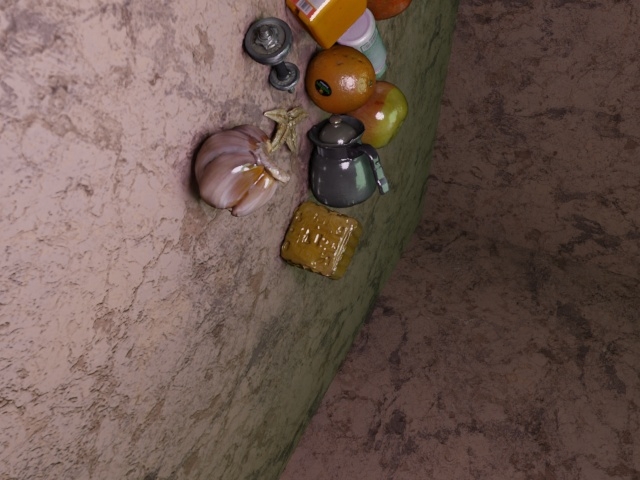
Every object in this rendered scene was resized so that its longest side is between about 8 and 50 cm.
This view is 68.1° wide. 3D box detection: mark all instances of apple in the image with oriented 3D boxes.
[{"bbox_3d":[0.190,-0.435,1.681,0.261,0.194,0.261,-53,175,-7],"label":"apple"}]

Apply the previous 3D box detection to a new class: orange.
[{"bbox_3d":[0.058,-0.459,1.358,0.206,0.206,0.206,-53,152,-43],"label":"orange"}]

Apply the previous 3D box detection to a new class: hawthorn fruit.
[{"bbox_3d":[0.196,-0.777,1.460,0.262,0.210,0.210,-14,120,-82],"label":"hawthorn fruit"}]

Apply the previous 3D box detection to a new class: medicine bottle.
[{"bbox_3d":[0.040,-0.612,1.179,0.222,0.112,0.149,-43,161,11],"label":"medicine bottle"},{"bbox_3d":[0.137,-0.621,1.527,0.274,0.133,0.133,24,84,-69],"label":"medicine bottle"}]

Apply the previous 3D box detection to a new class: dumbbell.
[{"bbox_3d":[-0.100,-0.422,1.128,0.254,0.110,0.110,53,57,-74],"label":"dumbbell"}]

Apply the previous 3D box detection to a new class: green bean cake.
[{"bbox_3d":[0.000,0.000,1.561,0.230,0.224,0.131,-67,160,-5],"label":"green bean cake"}]

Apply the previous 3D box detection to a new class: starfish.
[{"bbox_3d":[-0.091,-0.300,1.319,0.247,0.050,0.138,-27,133,-59],"label":"starfish"}]

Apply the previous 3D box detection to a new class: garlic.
[{"bbox_3d":[-0.190,-0.164,1.021,0.191,0.214,0.160,-33,148,19],"label":"garlic"}]

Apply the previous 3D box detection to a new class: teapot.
[{"bbox_3d":[0.068,-0.248,1.490,0.305,0.223,0.285,-104,-178,-50],"label":"teapot"}]
